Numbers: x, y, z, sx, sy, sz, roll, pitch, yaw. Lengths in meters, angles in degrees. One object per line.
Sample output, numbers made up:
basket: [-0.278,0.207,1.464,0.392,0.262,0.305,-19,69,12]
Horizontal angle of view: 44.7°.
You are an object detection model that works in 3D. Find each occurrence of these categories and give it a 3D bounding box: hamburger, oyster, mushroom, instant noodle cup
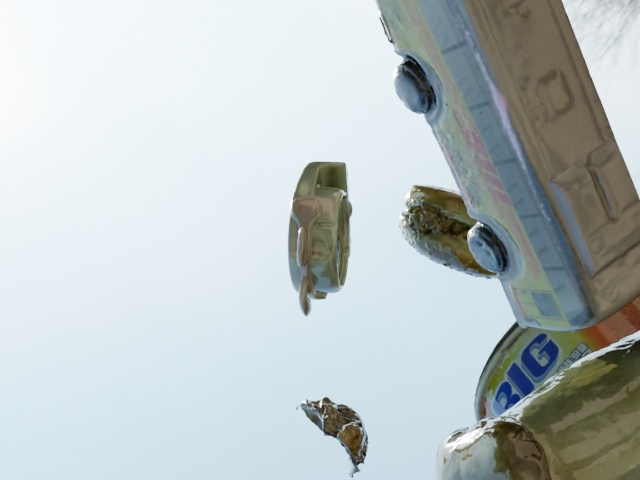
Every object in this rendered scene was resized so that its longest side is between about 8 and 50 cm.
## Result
hamburger: [0.212,-0.018,1.221,0.215,0.122,0.189,14,-169,-26]
oyster: [0.023,0.207,0.849,0.103,0.051,0.148,48,176,-7]
mushroom: [0.221,0.096,0.503,0.333,0.107,0.087,-24,-93,-20]
instant noodle cup: [0.337,0.203,0.825,0.296,0.296,0.214,15,-155,-30]

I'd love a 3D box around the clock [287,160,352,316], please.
clock: [0.000,0.000,0.972,0.062,0.152,0.191,2,-148,9]

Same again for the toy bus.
toy bus: [0.129,-0.068,0.500,0.092,0.106,0.268,-31,-76,-19]
